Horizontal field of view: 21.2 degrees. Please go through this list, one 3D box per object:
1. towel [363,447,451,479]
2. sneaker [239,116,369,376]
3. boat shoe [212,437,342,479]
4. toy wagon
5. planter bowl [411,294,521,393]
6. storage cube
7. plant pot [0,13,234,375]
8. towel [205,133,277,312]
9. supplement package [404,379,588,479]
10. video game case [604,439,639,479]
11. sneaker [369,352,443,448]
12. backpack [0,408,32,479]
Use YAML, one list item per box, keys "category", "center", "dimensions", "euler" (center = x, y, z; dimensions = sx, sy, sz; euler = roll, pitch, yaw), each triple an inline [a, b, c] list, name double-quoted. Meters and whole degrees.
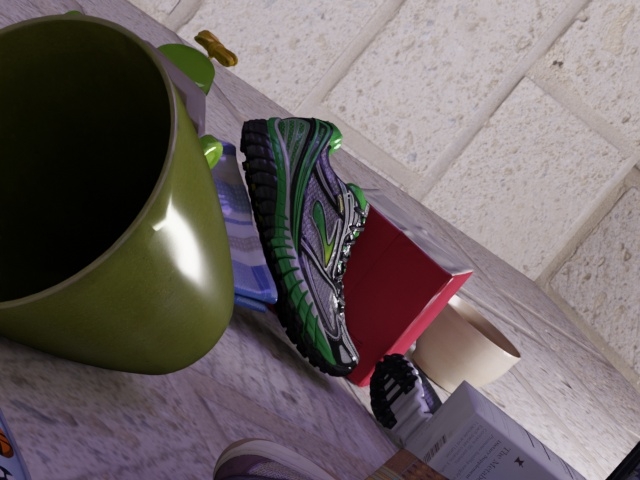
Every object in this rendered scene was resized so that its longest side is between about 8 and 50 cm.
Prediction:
- category: "towel"
  center: [0.103, 0.289, 1.293]
  dimensions: [0.271, 0.040, 0.370]
  euler: [34, 19, 13]
- category: "sneaker"
  center: [0.000, 0.000, 2.111]
  dimensions: [0.134, 0.146, 0.343]
  euler: [106, -27, -75]
- category: "boat shoe"
  center: [0.032, 0.267, 1.461]
  dimensions: [0.285, 0.103, 0.092]
  euler: [28, 25, -1]
- category: "toy wagon"
  center: [-0.238, -0.166, 2.037]
  dimensions: [0.267, 0.068, 0.344]
  euler: [43, 43, 19]
- category: "planter bowl"
  center: [0.206, 0.164, 2.576]
  dimensions: [0.162, 0.109, 0.162]
  euler: [39, 10, -8]
- category: "storage cube"
  center: [0.065, 0.059, 2.274]
  dimensions: [0.184, 0.193, 0.215]
  euler: [41, 9, 10]
- category: "plant pot"
  center: [-0.193, -0.003, 1.495]
  dimensions: [0.275, 0.275, 0.293]
  euler: [46, -4, 34]
- category: "towel"
  center: [-0.162, -0.046, 2.052]
  dimensions: [0.209, 0.034, 0.285]
  euler: [19, 37, -33]
- category: "supplement package"
  center: [0.218, 0.296, 1.925]
  dimensions: [0.244, 0.139, 0.134]
  euler: [38, 8, -8]
- category: "video game case"
  center: [0.379, 0.380, 1.818]
  dimensions: [0.275, 0.248, 0.035]
  euler: [40, 8, 4]
- category: "sneaker"
  center: [0.135, 0.233, 2.108]
  dimensions: [0.106, 0.078, 0.234]
  euler: [36, 13, -38]
- category: "backpack"
  center: [-0.267, 0.118, 0.763]
  dimensions: [0.276, 0.213, 0.263]
  euler: [30, 3, -32]
